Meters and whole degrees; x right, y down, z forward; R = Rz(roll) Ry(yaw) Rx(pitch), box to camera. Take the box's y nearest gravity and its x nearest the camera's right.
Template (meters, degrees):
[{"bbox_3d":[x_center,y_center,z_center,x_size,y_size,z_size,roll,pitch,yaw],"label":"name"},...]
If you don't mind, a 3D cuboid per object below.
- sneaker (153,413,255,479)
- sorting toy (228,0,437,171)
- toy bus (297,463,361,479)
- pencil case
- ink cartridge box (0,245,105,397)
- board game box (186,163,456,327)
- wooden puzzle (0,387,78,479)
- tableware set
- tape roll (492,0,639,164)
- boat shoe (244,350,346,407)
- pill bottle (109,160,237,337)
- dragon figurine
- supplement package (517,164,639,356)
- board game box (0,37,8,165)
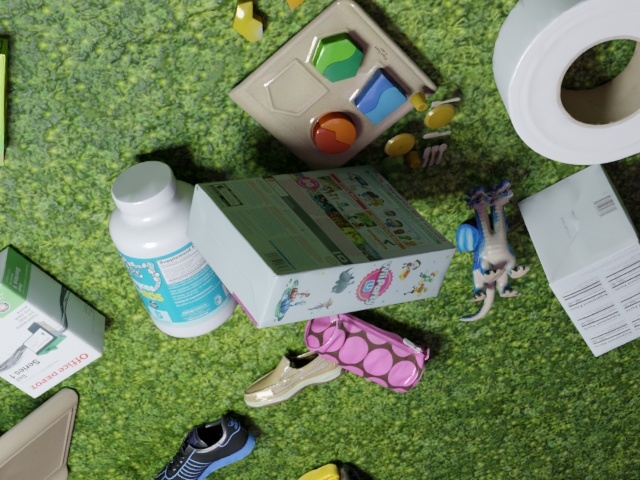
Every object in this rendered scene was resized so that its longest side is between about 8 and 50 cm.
[{"bbox_3d":[-0.235,0.398,1.981,0.232,0.081,0.090,-35,125,12],"label":"sneaker"},{"bbox_3d":[-0.011,-0.231,1.481,0.229,0.041,0.307,-36,127,21],"label":"sorting toy"},{"bbox_3d":[0.048,0.574,2.089,0.149,0.211,0.220,-34,126,22],"label":"toy bus"},{"bbox_3d":[0.081,0.181,1.826,0.209,0.095,0.098,24,138,-25],"label":"pencil case"},{"bbox_3d":[-0.473,0.134,1.696,0.160,0.092,0.219,-33,128,19],"label":"ink cartridge box"},{"bbox_3d":[0.000,0.000,1.488,0.303,0.224,0.097,-9,131,-33],"label":"board game box"},{"bbox_3d":[-0.518,0.391,1.865,0.044,0.221,0.239,29,130,18],"label":"wooden puzzle"},{"bbox_3d":[0.141,-0.158,1.562,0.104,0.024,0.154,-13,146,-17],"label":"tableware set"},{"bbox_3d":[0.390,-0.244,1.494,0.286,0.100,0.286,-5,131,-5],"label":"tape roll"},{"bbox_3d":[-0.053,0.228,1.872,0.190,0.068,0.072,-24,119,0],"label":"boat shoe"},{"bbox_3d":[-0.222,0.010,1.591,0.146,0.146,0.264,-14,131,4],"label":"pill bottle"},{"bbox_3d":[0.268,0.017,1.713,0.085,0.144,0.289,-8,151,-4],"label":"dragon figurine"},{"bbox_3d":[0.436,0.031,1.678,0.149,0.194,0.203,-27,130,16],"label":"supplement package"},{"bbox_3d":[-0.472,-0.189,1.444,0.092,0.043,0.181,5,130,-12],"label":"board game box"}]
